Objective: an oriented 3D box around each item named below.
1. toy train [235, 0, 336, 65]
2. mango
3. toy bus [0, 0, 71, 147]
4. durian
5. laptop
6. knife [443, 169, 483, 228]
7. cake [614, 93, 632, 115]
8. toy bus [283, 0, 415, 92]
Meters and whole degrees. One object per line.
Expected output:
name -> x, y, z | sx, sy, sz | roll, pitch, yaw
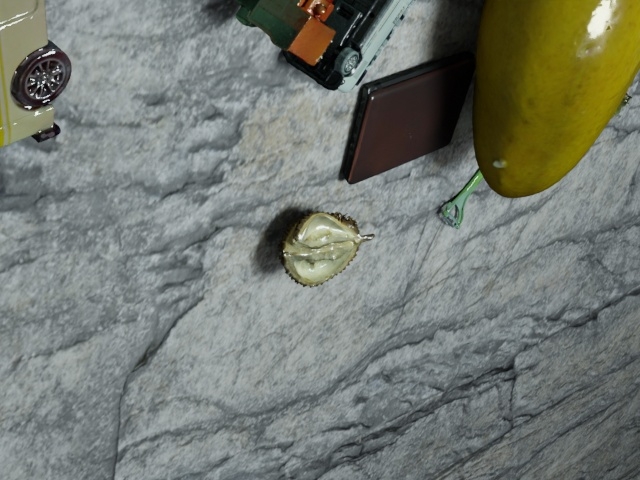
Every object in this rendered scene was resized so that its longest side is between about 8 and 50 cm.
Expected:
toy train -> -0.011, -0.281, 1.368 | 0.176, 0.118, 0.074 | -54, 153, 7
mango -> 0.313, -0.242, 1.740 | 0.301, 0.221, 0.445 | -52, 158, -55
toy bus -> -0.308, -0.205, 1.017 | 0.179, 0.143, 0.305 | -29, 145, -31
durian -> 0.000, -0.003, 1.729 | 0.140, 0.071, 0.110 | -13, 129, -26
laptop -> 0.116, -0.164, 1.767 | 0.207, 0.026, 0.153 | -24, 142, -39
knife -> 0.243, -0.092, 2.016 | 0.166, 0.023, 0.078 | -51, 157, 1
cake -> 0.448, -0.215, 2.139 | 0.140, 0.051, 0.055 | -40, 147, -23
toy bus -> 0.049, -0.261, 1.511 | 0.194, 0.087, 0.089 | -56, 157, 7
